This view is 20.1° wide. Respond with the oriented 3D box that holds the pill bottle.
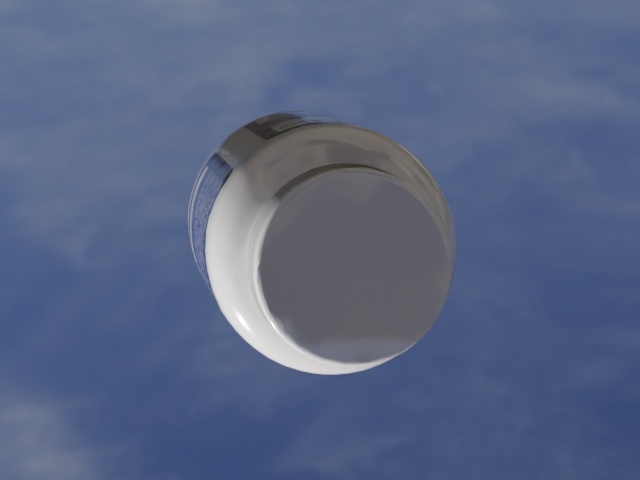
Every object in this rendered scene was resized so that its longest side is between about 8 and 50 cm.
[{"bbox_3d":[0.000,0.000,0.696,0.094,0.094,0.169,-15,-171,-6],"label":"pill bottle"}]
